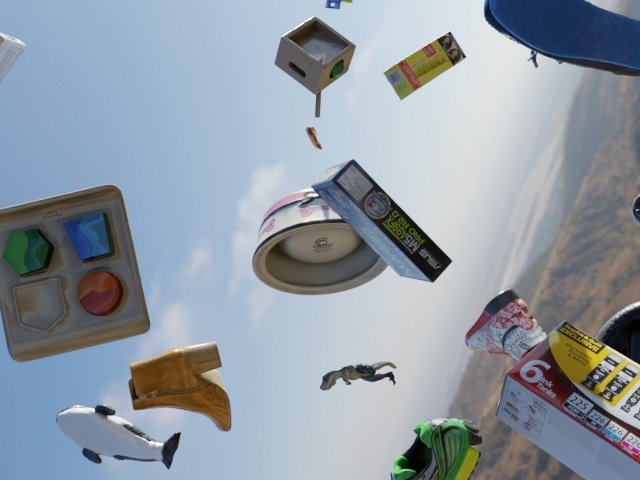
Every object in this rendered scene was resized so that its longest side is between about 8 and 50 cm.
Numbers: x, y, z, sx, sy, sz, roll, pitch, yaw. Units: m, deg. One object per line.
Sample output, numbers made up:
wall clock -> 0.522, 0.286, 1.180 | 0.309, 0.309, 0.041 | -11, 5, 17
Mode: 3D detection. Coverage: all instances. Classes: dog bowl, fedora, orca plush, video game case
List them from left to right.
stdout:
video game case -> -0.427, -0.186, 0.995 | 0.157, 0.019, 0.143 | -54, 14, 2
orca plush -> -0.457, 0.432, 1.868 | 0.102, 0.287, 0.151 | -55, -35, -71
dog bowl -> 0.000, 0.000, 2.352 | 0.408, 0.407, 0.150 | 95, 170, -57
fedora -> 0.810, 0.310, 1.943 | 0.152, 0.334, 0.334 | 43, -122, -35

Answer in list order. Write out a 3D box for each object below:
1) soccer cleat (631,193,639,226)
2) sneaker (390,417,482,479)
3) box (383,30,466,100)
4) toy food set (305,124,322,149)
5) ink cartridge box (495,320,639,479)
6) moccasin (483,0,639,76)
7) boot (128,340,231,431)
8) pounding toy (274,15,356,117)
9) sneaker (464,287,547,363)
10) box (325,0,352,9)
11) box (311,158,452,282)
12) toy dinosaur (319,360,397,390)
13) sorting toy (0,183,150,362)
soccer cleat -> 0.748, -0.023, 1.559 | 0.121, 0.289, 0.093 | 30, -94, -55
sneaker -> 0.189, 0.505, 1.625 | 0.134, 0.146, 0.344 | -138, 65, -68
box -> 0.263, -0.439, 2.017 | 0.232, 0.087, 0.058 | -35, 5, -34
toy food set -> -0.019, -0.307, 2.402 | 0.083, 0.020, 0.083 | 65, -171, 9
ink cartridge box -> 0.534, 0.299, 1.489 | 0.271, 0.309, 0.130 | -32, -40, -34
moccasin -> 0.431, -0.347, 1.404 | 0.117, 0.341, 0.138 | -176, 105, -79
boot -> -0.319, 0.352, 1.827 | 0.104, 0.211, 0.295 | -119, 18, -48
pounding toy -> -0.008, -0.344, 1.598 | 0.130, 0.141, 0.100 | -42, -15, -35
sneaker -> 0.397, 0.222, 1.726 | 0.090, 0.145, 0.270 | -26, -25, -18
box -> 0.060, -0.730, 2.233 | 0.109, 0.042, 0.178 | -142, 57, -62
box -> 0.112, -0.035, 1.560 | 0.060, 0.270, 0.216 | -46, 9, -8
toy dinosaur -> 0.128, 0.348, 2.121 | 0.118, 0.268, 0.064 | -2, 91, 56
sorting toy -> -0.422, 0.059, 1.184 | 0.041, 0.307, 0.229 | 109, 148, -88
